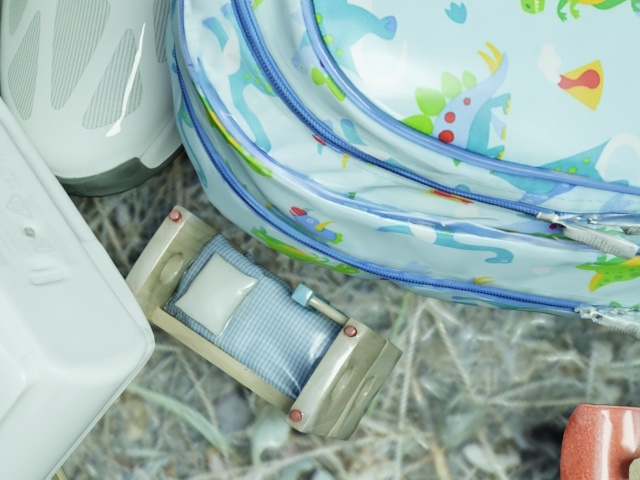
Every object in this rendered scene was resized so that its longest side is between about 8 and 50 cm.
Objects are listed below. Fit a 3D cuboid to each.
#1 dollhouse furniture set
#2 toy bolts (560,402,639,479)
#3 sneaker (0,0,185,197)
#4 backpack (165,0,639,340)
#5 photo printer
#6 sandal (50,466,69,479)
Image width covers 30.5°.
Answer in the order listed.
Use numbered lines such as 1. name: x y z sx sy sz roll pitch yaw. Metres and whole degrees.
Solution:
1. dollhouse furniture set: 0.000 0.000 0.672 0.129 0.129 0.183 32 87 16
2. toy bolts: 0.193 0.186 0.617 0.218 0.158 0.228 6 90 54
3. sneaker: -0.138 -0.263 0.688 0.169 0.257 0.447 9 81 14
4. backpack: 0.102 -0.099 0.572 0.356 0.273 0.290 4 81 3
5. photo printer: -0.254 0.065 0.672 0.307 0.107 0.256 -48 69 32
6. sandal: -0.195 0.098 0.737 0.072 0.049 0.180 -25 90 35
